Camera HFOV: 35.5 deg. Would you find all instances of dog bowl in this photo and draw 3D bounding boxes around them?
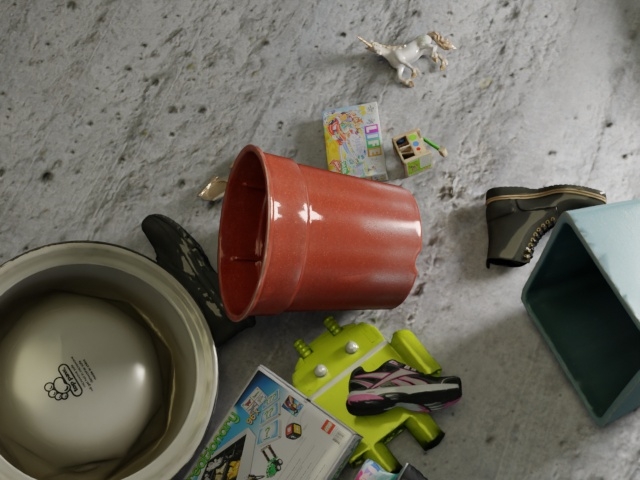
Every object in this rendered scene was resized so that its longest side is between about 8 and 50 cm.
[{"bbox_3d":[-0.369,0.214,1.538,0.407,0.150,0.408,7,70,-20],"label":"dog bowl"}]

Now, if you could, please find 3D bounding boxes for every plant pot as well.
[{"bbox_3d":[0.000,0.000,1.574,0.265,0.272,0.273,6,60,-21],"label":"plant pot"},{"bbox_3d":[0.490,0.084,1.481,0.252,0.248,0.247,-17,60,-16],"label":"plant pot"}]

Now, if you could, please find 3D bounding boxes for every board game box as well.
[{"bbox_3d":[0.061,-0.172,1.804,0.103,0.026,0.154,-9,62,5],"label":"board game box"},{"bbox_3d":[-0.099,0.367,1.511,0.193,0.053,0.305,33,85,24],"label":"board game box"}]

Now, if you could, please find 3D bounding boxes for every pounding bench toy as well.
[{"bbox_3d":[0.175,-0.163,1.763,0.083,0.052,0.065,-21,61,-1],"label":"pounding bench toy"}]

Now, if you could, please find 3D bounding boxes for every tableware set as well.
[{"bbox_3d":[-0.135,-0.106,1.781,0.141,0.020,0.168,-41,39,-19],"label":"tableware set"}]

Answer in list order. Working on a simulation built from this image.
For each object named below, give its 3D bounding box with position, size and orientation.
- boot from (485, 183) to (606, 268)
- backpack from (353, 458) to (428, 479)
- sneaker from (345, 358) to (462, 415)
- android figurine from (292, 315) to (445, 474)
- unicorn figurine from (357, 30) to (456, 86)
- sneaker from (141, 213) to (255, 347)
[{"bbox_3d":[0.369,-0.016,1.649,0.197,0.077,0.137,-2,67,24],"label":"boot"},{"bbox_3d":[0.101,0.429,1.366,0.191,0.253,0.225,25,74,26],"label":"backpack"},{"bbox_3d":[0.125,0.213,1.517,0.178,0.072,0.077,-3,55,0],"label":"sneaker"},{"bbox_3d":[0.064,0.240,1.580,0.248,0.056,0.273,-35,64,-7],"label":"android figurine"},{"bbox_3d":[0.161,-0.344,1.862,0.161,0.060,0.111,-21,60,-19],"label":"unicorn figurine"},{"bbox_3d":[-0.236,0.069,1.697,0.130,0.109,0.286,-40,61,-4],"label":"sneaker"}]
